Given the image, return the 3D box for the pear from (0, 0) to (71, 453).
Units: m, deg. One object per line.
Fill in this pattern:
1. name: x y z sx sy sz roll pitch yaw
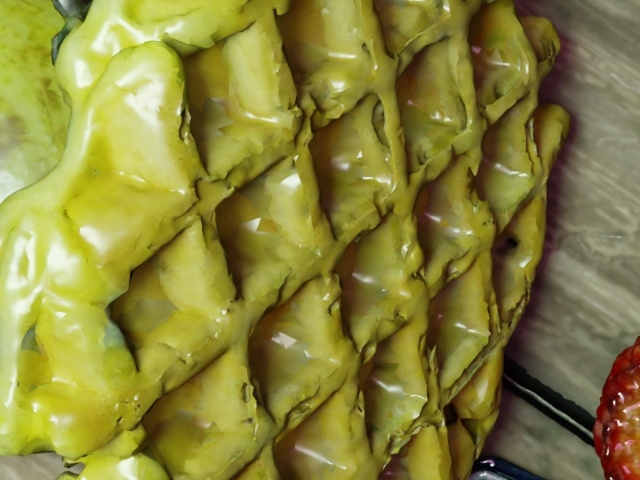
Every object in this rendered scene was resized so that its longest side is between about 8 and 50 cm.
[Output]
1. pear: -0.164 -0.021 0.907 0.284 0.283 0.283 0 92 12

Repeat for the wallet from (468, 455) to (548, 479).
1. wallet: 0.148 0.237 0.960 0.222 0.036 0.167 25 97 10

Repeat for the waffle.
1. waffle: 0.000 0.000 0.824 0.095 0.380 0.382 10 85 37

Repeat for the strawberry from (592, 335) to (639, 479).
1. strawberry: 0.217 0.100 0.915 0.145 0.086 0.145 0 92 14
